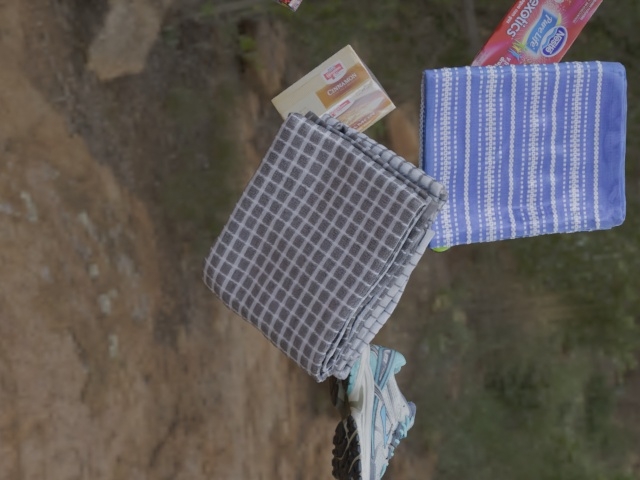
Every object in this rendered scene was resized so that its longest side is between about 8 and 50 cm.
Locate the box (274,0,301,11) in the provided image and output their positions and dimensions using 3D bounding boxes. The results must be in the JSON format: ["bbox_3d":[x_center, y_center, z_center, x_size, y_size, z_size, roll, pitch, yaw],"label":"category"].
[{"bbox_3d":[-0.040,-0.405,1.826,0.137,0.094,0.027,-58,156,-3],"label":"box"}]

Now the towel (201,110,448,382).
[{"bbox_3d":[0.000,0.000,1.608,0.121,0.235,0.284,10,114,-57],"label":"towel"}]

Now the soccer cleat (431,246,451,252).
[{"bbox_3d":[0.233,-0.046,2.232,0.072,0.060,0.179,94,20,-63],"label":"soccer cleat"}]

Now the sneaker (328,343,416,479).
[{"bbox_3d":[0.088,0.281,1.910,0.110,0.122,0.283,130,-36,-60],"label":"sneaker"}]

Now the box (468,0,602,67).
[{"bbox_3d":[0.365,-0.349,2.218,0.257,0.122,0.128,-54,179,-7],"label":"box"}]

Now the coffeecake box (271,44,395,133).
[{"bbox_3d":[0.023,-0.206,1.941,0.068,0.142,0.185,57,8,14],"label":"coffeecake box"}]

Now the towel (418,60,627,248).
[{"bbox_3d":[0.284,-0.119,1.751,0.336,0.040,0.243,-6,102,-27],"label":"towel"}]
